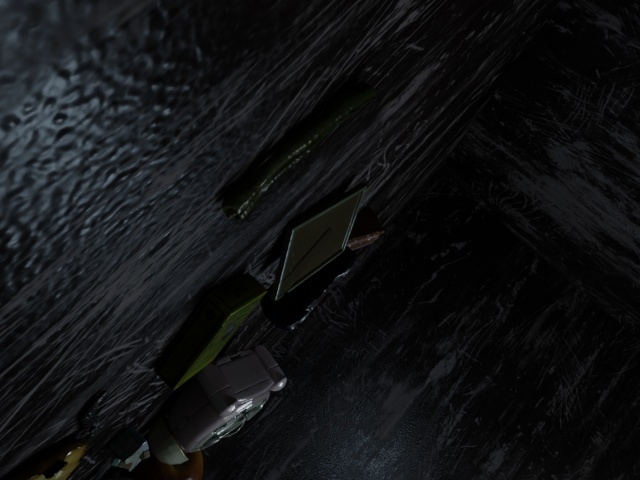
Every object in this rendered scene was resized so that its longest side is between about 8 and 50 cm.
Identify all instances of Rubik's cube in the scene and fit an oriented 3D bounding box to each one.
[{"bbox_3d":[-0.442,0.483,1.110,0.084,0.075,0.073,-27,145,-30],"label":"Rubik's cube"}]

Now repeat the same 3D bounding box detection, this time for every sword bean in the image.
[{"bbox_3d":[-0.024,-0.123,0.623,0.269,0.038,0.043,-45,146,-20],"label":"sword bean"}]

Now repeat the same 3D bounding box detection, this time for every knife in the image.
[{"bbox_3d":[-0.381,0.308,0.806,0.045,0.021,0.222,-44,171,-44],"label":"knife"}]

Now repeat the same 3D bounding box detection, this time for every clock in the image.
[{"bbox_3d":[-0.298,0.475,1.392,0.326,0.184,0.342,-51,153,21],"label":"clock"}]

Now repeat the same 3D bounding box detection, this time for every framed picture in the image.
[{"bbox_3d":[0.000,0.000,1.116,0.289,0.020,0.211,-34,149,-47],"label":"framed picture"}]

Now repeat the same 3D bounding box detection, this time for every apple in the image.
[{"bbox_3d":[-0.468,0.692,1.434,0.253,0.253,0.253,-47,172,-9],"label":"apple"}]

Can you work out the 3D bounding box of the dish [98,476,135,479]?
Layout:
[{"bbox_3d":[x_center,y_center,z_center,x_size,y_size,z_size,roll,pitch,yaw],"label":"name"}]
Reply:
[{"bbox_3d":[-0.584,0.703,1.226,0.273,0.133,0.273,-25,125,-40],"label":"dish"}]

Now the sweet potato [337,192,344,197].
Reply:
[{"bbox_3d":[0.001,-0.013,1.199,0.249,0.059,0.069,-59,-173,38],"label":"sweet potato"}]

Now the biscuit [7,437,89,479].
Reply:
[{"bbox_3d":[-0.463,0.394,0.735,0.203,0.041,0.260,-46,171,6],"label":"biscuit"}]

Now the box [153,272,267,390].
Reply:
[{"bbox_3d":[-0.208,0.170,0.925,0.220,0.064,0.141,-53,170,22],"label":"box"}]

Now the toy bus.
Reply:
[{"bbox_3d":[-0.029,0.115,1.376,0.303,0.127,0.147,-48,175,-1],"label":"toy bus"}]

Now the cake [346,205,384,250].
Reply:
[{"bbox_3d":[0.111,-0.004,1.675,0.295,0.113,0.116,-33,162,-41],"label":"cake"}]
